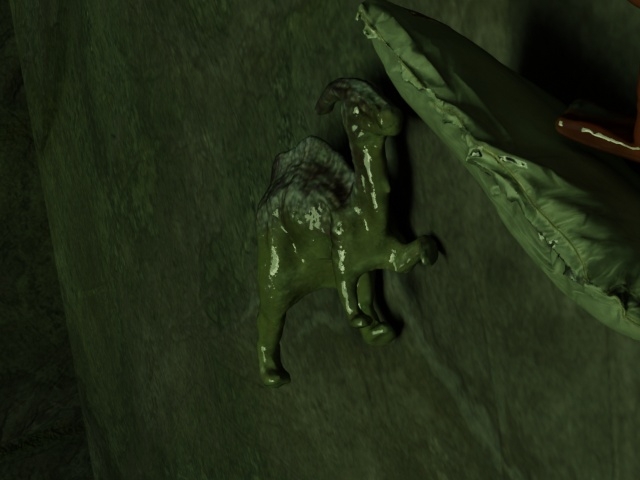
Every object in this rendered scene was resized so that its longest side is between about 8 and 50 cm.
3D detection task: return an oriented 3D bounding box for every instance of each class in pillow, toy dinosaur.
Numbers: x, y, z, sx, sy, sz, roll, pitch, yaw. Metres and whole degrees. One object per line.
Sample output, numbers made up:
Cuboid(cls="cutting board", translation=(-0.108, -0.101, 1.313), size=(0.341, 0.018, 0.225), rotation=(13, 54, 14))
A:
Cuboid(cls="pillow", translation=(0.104, -0.031, 0.517), size=(0.051, 0.128, 0.229), rotation=(-52, 45, 18))
Cuboid(cls="toy dinosaur", translation=(0.007, -0.001, 0.836), size=(0.294, 0.077, 0.162), rotation=(-40, 62, 51))

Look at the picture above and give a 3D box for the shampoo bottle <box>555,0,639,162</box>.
Cuboid(cls="shampoo bottle", translation=(0.139, -0.137, 0.397), size=(0.085, 0.085, 0.244), rotation=(48, 145, 49))
